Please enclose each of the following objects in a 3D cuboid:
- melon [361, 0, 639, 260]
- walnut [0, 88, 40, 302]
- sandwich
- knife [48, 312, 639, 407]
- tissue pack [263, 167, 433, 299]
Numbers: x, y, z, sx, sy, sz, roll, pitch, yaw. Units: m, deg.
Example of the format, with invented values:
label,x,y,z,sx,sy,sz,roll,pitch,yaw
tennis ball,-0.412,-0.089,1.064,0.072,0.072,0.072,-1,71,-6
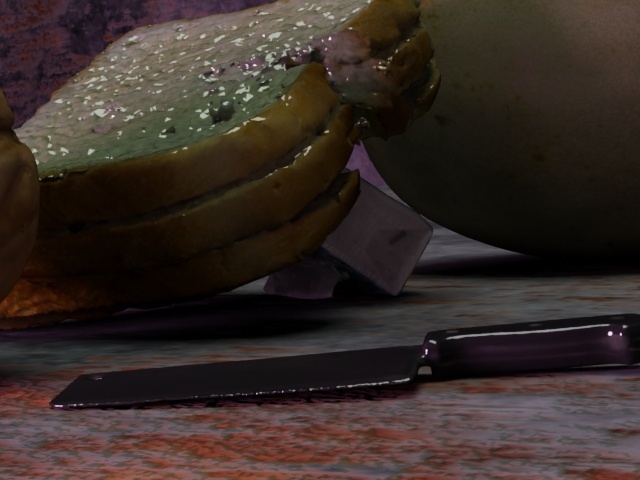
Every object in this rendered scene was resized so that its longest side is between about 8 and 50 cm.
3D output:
label,x,y,z,sx,sy,sz,roll,pitch,yaw
melon,0.190,-0.116,1.241,0.330,0.268,0.268,6,7,21
walnut,-0.248,-0.025,0.802,0.245,0.198,0.198,-10,2,14
sandwich,-0.070,-0.057,1.040,0.249,0.095,0.273,-8,24,30
knife,0.014,0.054,0.717,0.245,0.019,0.072,-6,7,6
tissue pack,-0.001,0.001,1.116,0.085,0.079,0.111,33,-11,-25
